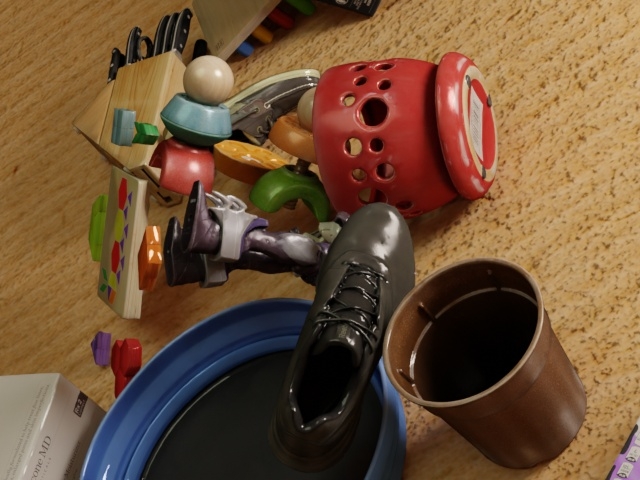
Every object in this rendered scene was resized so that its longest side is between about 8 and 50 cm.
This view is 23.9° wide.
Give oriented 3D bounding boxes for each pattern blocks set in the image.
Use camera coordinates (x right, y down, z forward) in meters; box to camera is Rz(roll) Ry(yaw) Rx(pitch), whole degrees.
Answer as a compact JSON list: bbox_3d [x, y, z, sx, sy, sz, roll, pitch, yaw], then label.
[{"bbox_3d":[-0.237,0.007,1.844,0.285,0.026,0.325,-137,54,-62],"label":"pattern blocks set"}]

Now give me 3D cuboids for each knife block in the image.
[{"bbox_3d":[-0.214,-0.199,2.104,0.242,0.088,0.276,-47,41,-6],"label":"knife block"}]

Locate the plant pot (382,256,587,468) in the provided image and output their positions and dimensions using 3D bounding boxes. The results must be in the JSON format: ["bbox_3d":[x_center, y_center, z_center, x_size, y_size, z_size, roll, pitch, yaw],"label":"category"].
[{"bbox_3d":[0.170,0.130,1.473,0.167,0.165,0.167,-20,46,21],"label":"plant pot"}]

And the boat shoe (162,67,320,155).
[{"bbox_3d":[-0.095,-0.155,1.995,0.223,0.080,0.073,-22,72,3],"label":"boat shoe"}]

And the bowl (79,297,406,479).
[{"bbox_3d":[-0.085,0.243,1.633,0.391,0.077,0.391,-20,45,21],"label":"bowl"}]

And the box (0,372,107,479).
[{"bbox_3d":[-0.369,0.264,1.795,0.182,0.119,0.181,-6,52,33],"label":"box"}]

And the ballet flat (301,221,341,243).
[{"bbox_3d":[0.000,0.000,1.808,0.114,0.041,0.041,-27,43,15],"label":"ballet flat"}]

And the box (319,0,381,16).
[{"bbox_3d":[0.037,-0.464,2.058,0.165,0.143,0.270,120,159,-48],"label":"box"}]

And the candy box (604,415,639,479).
[{"bbox_3d":[0.368,0.185,1.348,0.165,0.070,0.196,15,66,44],"label":"candy box"}]

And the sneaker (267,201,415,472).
[{"bbox_3d":[0.031,0.087,1.502,0.109,0.130,0.286,16,70,3],"label":"sneaker"}]

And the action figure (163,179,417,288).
[{"bbox_3d":[-0.021,0.015,1.661,0.185,0.285,0.099,149,127,-61],"label":"action figure"}]

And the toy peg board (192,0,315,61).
[{"bbox_3d":[-0.088,-0.336,2.154,0.160,0.079,0.161,-45,38,19],"label":"toy peg board"}]

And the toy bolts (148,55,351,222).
[{"bbox_3d":[-0.091,-0.141,1.834,0.218,0.228,0.158,46,122,58],"label":"toy bolts"}]

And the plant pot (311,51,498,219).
[{"bbox_3d":[0.104,-0.118,1.728,0.174,0.191,0.191,-7,51,21],"label":"plant pot"}]
